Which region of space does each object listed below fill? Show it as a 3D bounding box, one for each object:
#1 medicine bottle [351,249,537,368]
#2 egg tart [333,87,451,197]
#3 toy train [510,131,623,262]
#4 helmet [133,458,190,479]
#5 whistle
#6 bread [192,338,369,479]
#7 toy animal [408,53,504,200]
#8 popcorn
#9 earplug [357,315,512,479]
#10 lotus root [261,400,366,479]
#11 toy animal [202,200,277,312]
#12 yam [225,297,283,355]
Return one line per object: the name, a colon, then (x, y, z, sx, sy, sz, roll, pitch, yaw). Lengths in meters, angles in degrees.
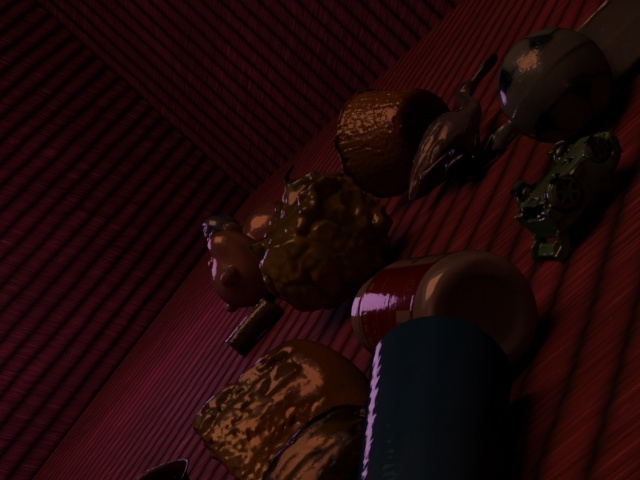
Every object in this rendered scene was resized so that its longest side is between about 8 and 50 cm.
medicine bottle: (0.122, 0.080, 1.072, 0.131, 0.131, 0.250, -50, 10, -14)
egg tart: (0.143, -0.192, 1.862, 0.170, 0.215, 0.215, -13, 34, 54)
toy train: (0.276, -0.053, 1.112, 0.149, 0.081, 0.099, -44, 9, -14)
helmet: (-0.218, 0.390, 1.388, 0.175, 0.106, 0.155, -40, 14, 11)
whistle: (0.333, -0.229, 1.316, 0.290, 0.163, 0.163, -47, 10, 11)
bread: (-0.029, 0.206, 1.154, 0.204, 0.163, 0.262, -39, 16, -14)
toy animal: (0.234, -0.177, 1.718, 0.195, 0.090, 0.324, -34, 25, 31)
popcorn: (-0.002, -0.006, 1.677, 0.249, 0.225, 0.249, -38, 20, 16)
earplug: (0.088, 0.192, 0.820, 0.132, 0.132, 0.273, -42, 15, 29)
lotus root: (0.010, 0.243, 0.974, 0.209, 0.120, 0.120, -46, 9, -10)
toy animal: (-0.148, 0.035, 2.290, 0.221, 0.230, 0.210, -10, -28, -7)
yam: (-0.137, 0.174, 2.040, 0.132, 0.054, 0.054, -49, 10, 1)
